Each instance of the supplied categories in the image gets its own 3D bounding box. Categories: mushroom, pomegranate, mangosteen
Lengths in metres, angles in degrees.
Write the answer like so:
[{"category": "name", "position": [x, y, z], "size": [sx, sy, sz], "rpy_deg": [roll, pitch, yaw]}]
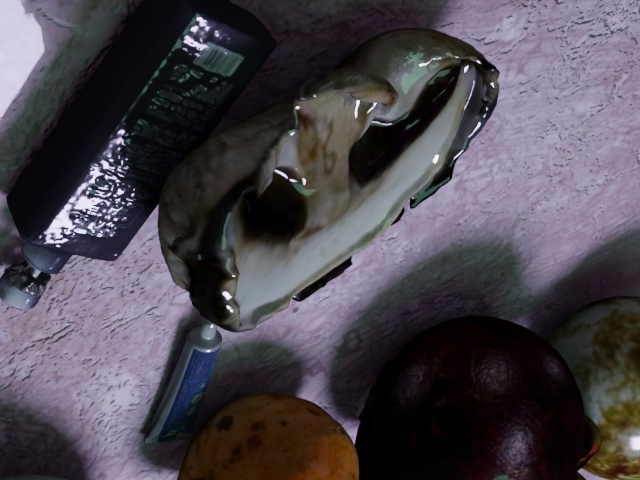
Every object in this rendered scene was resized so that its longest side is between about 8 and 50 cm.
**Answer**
[{"category": "mushroom", "position": [-0.005, -0.069, 0.987], "size": [0.344, 0.130, 0.247], "rpy_deg": [-40, 154, -26]}, {"category": "pomegranate", "position": [-0.048, 0.277, 1.304], "size": [0.215, 0.215, 0.215], "rpy_deg": [-22, 142, -19]}, {"category": "mangosteen", "position": [0.182, 0.244, 1.386], "size": [0.297, 0.293, 0.297], "rpy_deg": [-34, 153, -20]}]

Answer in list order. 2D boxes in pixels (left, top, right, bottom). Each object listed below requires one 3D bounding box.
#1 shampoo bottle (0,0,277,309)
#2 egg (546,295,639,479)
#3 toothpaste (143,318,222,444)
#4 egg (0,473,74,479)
[{"category": "shampoo bottle", "position": [-0.165, -0.063, 0.949], "size": [0.098, 0.071, 0.309], "rpy_deg": [16, 120, -48]}, {"category": "egg", "position": [0.400, 0.198, 1.559], "size": [0.238, 0.238, 0.289], "rpy_deg": [-34, 156, -2]}, {"category": "toothpaste", "position": [-0.137, 0.148, 1.238], "size": [0.057, 0.034, 0.197], "rpy_deg": [-3, 136, -29]}, {"category": "egg", "position": [-0.274, 0.380, 1.179], "size": [0.276, 0.276, 0.389], "rpy_deg": [-30, 146, -9]}]
